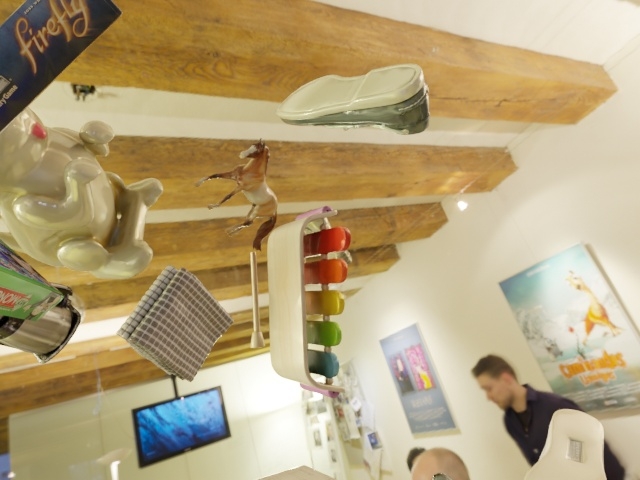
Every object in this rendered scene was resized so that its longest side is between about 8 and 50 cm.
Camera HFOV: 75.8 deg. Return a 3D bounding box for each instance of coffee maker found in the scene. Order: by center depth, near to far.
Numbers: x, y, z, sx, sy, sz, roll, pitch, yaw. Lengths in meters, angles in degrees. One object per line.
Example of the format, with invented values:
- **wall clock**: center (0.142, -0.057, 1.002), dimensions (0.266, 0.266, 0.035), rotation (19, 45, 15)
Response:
- **coffee maker**: center (-0.496, 0.101, 0.620), dimensions (0.171, 0.120, 0.178), rotation (4, -25, 19)

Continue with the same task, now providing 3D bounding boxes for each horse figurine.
- **horse figurine**: center (-0.163, -0.094, 0.939), dimensions (0.174, 0.066, 0.263), rotation (-32, -44, -8)

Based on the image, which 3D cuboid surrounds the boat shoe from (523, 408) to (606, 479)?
- **boat shoe**: center (0.236, 0.239, 0.399), dimensions (0.066, 0.063, 0.184), rotation (5, 17, 31)

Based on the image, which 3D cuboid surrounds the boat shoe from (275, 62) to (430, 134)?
- **boat shoe**: center (0.045, -0.225, 0.723), dimensions (0.319, 0.116, 0.099), rotation (9, -32, 43)

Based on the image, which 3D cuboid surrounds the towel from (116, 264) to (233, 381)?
- **towel**: center (-0.387, 0.240, 1.154), dimensions (0.121, 0.235, 0.284), rotation (7, -36, 28)

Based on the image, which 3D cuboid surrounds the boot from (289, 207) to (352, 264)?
- **boot**: center (0.000, 0.000, 1.090), dimensions (0.077, 0.165, 0.213), rotation (-37, 10, -13)

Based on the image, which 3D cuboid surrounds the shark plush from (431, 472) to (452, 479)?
- **shark plush**: center (0.065, 0.180, 0.174), dimensions (0.073, 0.161, 0.067), rotation (-44, -44, 1)

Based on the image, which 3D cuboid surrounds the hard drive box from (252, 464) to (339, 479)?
- **hard drive box**: center (-0.074, 0.420, 0.598), dimensions (0.232, 0.089, 0.181), rotation (1, -14, -32)

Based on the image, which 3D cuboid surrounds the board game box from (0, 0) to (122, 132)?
- **board game box**: center (-0.260, -0.164, 0.366), dimensions (0.165, 0.243, 0.042), rotation (-45, -51, -2)

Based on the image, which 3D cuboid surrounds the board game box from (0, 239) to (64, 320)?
- **board game box**: center (-0.422, -0.048, 0.403), dimensions (0.046, 0.317, 0.213), rotation (-49, 0, -20)

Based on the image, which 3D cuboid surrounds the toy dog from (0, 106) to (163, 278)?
- **toy dog**: center (-0.592, -0.129, 0.866), dimensions (0.395, 0.285, 0.408), rotation (-5, -33, 15)

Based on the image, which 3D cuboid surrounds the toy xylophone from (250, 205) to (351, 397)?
- **toy xylophone**: center (-0.043, 0.101, 0.723), dimensions (0.081, 0.323, 0.236), rotation (3, -1, -34)
